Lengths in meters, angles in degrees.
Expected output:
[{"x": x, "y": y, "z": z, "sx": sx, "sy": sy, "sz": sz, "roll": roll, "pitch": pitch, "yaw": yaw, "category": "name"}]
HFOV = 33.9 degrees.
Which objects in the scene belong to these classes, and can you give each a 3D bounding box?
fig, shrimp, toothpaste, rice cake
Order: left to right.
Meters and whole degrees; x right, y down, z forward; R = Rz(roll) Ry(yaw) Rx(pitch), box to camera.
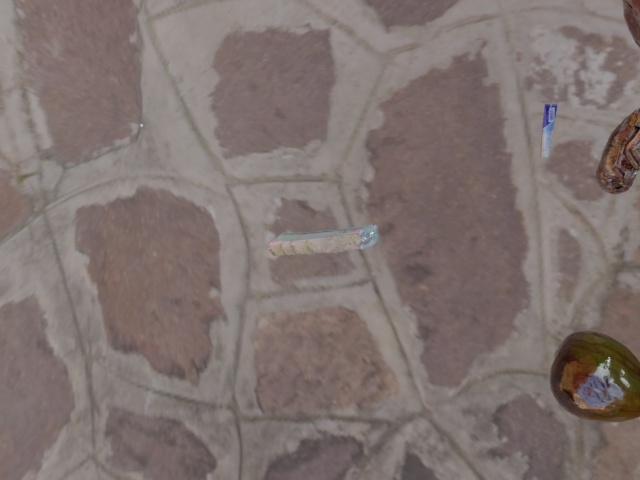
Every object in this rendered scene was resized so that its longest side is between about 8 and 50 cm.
[{"x": 0.000, "y": 0.000, "z": 1.668, "sx": 0.043, "sy": 0.211, "sz": 0.034, "roll": -30, "pitch": 108, "yaw": -47, "category": "rice cake"}, {"x": 0.354, "y": -0.171, "z": 1.632, "sx": 0.024, "sy": 0.015, "sz": 0.083, "roll": -4, "pitch": 109, "yaw": -22, "category": "toothpaste"}, {"x": 0.359, "y": 0.176, "z": 1.287, "sx": 0.154, "sy": 0.109, "sz": 0.103, "roll": 16, "pitch": 53, "yaw": 20, "category": "fig"}, {"x": 0.472, "y": -0.143, "z": 1.587, "sx": 0.073, "sy": 0.075, "sz": 0.190, "roll": 10, "pitch": 128, "yaw": -5, "category": "shrimp"}]

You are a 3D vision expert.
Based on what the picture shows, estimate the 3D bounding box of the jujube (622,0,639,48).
[{"x": 0.462, "y": -0.229, "z": 0.900, "sx": 0.377, "sy": 0.276, "sz": 0.276, "roll": -20, "pitch": 100, "yaw": 13, "category": "jujube"}]
